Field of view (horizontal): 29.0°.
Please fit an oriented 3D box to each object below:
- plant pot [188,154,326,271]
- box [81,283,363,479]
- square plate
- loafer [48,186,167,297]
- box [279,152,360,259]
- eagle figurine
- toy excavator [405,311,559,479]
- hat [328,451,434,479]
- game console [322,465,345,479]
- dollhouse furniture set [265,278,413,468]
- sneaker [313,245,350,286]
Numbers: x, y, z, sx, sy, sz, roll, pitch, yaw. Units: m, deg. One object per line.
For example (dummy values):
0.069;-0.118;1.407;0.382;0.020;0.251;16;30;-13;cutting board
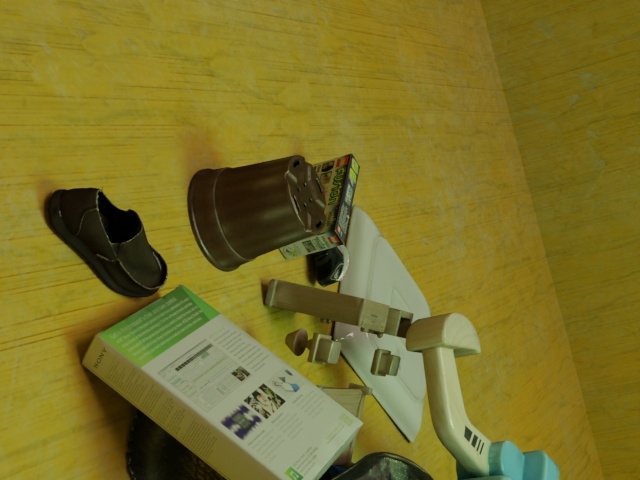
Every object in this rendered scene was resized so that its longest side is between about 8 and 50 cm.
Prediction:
-0.090;-0.051;1.893;0.167;0.165;0.167;41;41;-50;plant pot
-0.120;0.199;1.599;0.322;0.058;0.232;38;24;9;box
0.137;0.159;2.398;0.347;0.049;0.344;54;31;-38;square plate
-0.259;0.004;1.603;0.220;0.078;0.080;45;38;-48;loafer
-0.001;-0.061;2.149;0.036;0.114;0.207;57;30;-34;box
-0.121;0.350;1.605;0.298;0.225;0.226;51;-36;42;eagle figurine
0.277;0.398;2.103;0.445;0.222;0.433;46;43;-39;toy excavator
0.131;0.476;1.883;0.331;0.134;0.331;14;67;-34;hat
0.087;0.533;2.107;0.250;0.173;0.293;51;13;26;game console
-0.015;0.258;2.017;0.303;0.173;0.356;18;85;-62;dollhouse furniture set
0.000;0.000;2.193;0.077;0.072;0.178;35;37;-38;sneaker
